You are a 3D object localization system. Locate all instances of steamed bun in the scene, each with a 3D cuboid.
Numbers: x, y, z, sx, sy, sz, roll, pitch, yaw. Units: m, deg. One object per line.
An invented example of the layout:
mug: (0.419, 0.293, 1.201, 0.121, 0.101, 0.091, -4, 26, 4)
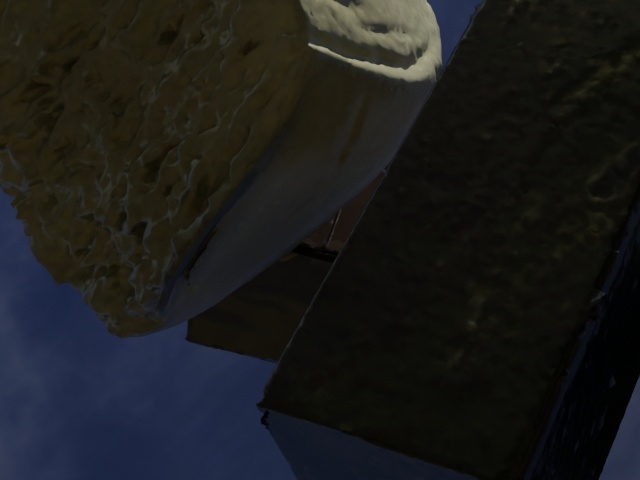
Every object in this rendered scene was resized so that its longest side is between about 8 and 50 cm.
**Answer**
steamed bun: (-0.070, -0.080, 0.879, 0.290, 0.273, 0.272, -38, -125, 35)

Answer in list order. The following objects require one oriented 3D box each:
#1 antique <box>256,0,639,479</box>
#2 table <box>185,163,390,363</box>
antique: (0.071, -0.009, 0.462, 0.080, 0.081, 0.221, 16, -118, 25)
table: (0.000, 0.000, 1.289, 0.193, 0.169, 0.172, 15, -42, 7)
